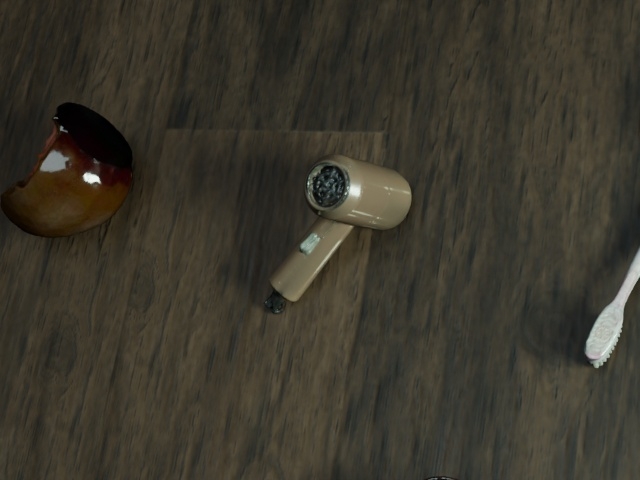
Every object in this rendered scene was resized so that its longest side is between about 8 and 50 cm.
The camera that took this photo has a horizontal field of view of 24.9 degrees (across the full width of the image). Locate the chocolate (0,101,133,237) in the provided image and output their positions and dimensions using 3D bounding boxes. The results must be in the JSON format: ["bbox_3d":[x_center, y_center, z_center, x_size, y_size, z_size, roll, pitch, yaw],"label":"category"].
[{"bbox_3d":[-0.268,-0.063,1.503,0.133,0.124,0.127,-48,61,32],"label":"chocolate"}]

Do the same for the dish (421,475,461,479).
[{"bbox_3d":[0.116,0.302,1.243,0.191,0.066,0.190,-7,65,15],"label":"dish"}]

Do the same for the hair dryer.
[{"bbox_3d":[0.000,0.000,1.396,0.064,0.117,0.181,46,109,27],"label":"hair dryer"}]

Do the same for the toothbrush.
[{"bbox_3d":[0.313,-0.019,1.326,0.025,0.029,0.307,23,76,25],"label":"toothbrush"}]
